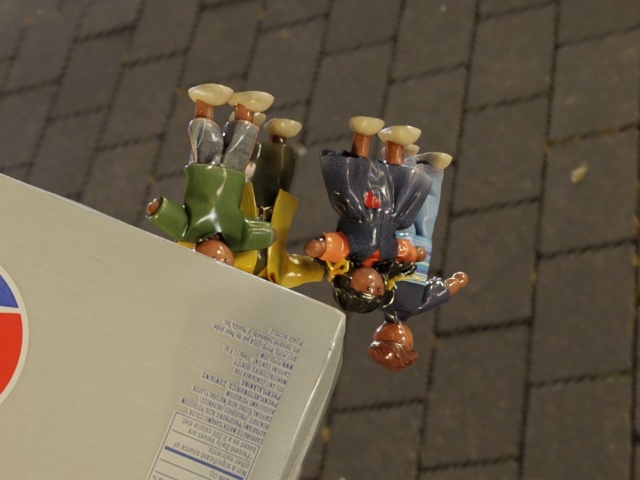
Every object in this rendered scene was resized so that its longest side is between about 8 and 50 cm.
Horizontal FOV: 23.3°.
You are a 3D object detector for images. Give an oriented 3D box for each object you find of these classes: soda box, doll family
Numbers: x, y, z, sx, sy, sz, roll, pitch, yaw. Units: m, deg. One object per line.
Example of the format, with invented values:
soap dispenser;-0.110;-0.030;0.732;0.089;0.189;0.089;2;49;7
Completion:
soda box;-0.139;0.013;0.421;0.286;0.098;0.091;22;82;4
doll family;0.000;0.000;0.740;0.076;0.193;0.111;162;114;-64
